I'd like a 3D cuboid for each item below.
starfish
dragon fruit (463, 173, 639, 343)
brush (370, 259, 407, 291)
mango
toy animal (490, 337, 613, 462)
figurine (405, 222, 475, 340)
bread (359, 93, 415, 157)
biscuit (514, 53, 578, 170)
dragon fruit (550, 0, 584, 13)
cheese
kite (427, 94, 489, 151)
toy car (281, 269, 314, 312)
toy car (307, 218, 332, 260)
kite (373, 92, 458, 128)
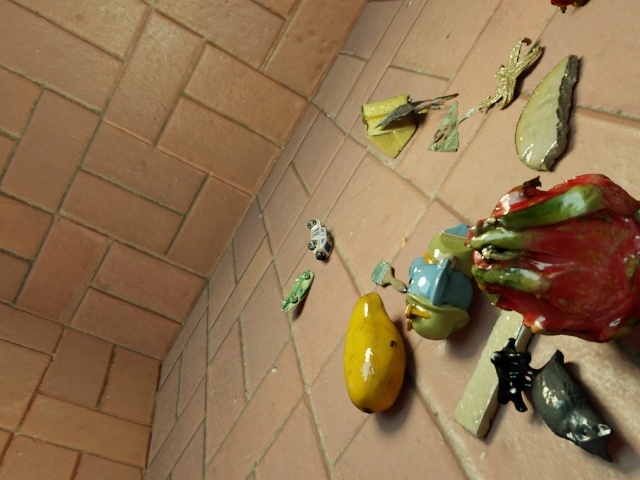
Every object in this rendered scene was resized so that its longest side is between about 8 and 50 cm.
[{"bbox_3d":[0.464,-0.409,1.367,0.209,0.053,0.150,-52,18,34],"label":"starfish"},{"bbox_3d":[0.347,0.021,0.767,0.237,0.303,0.230,-134,45,-64],"label":"dragon fruit"},{"bbox_3d":[0.187,0.105,1.459,0.070,0.021,0.196,-64,20,4],"label":"brush"},{"bbox_3d":[0.126,0.264,1.275,0.294,0.120,0.177,-83,20,-47],"label":"mango"},{"bbox_3d":[0.363,0.236,0.811,0.117,0.121,0.210,-24,31,-20],"label":"toy animal"},{"bbox_3d":[0.261,0.092,1.152,0.262,0.154,0.180,-58,3,-40],"label":"figurine"},{"bbox_3d":[0.228,-0.397,1.873,0.266,0.178,0.141,-89,0,-55],"label":"bread"},{"bbox_3d":[0.476,-0.263,1.172,0.141,0.038,0.289,-26,41,60],"label":"biscuit"},{"bbox_3d":[0.561,-0.594,1.236,0.175,0.139,0.142,-74,-4,-58],"label":"dragon fruit"},{"bbox_3d":[0.346,0.159,0.977,0.399,0.034,0.085,-63,20,0],"label":"cheese"},{"bbox_3d":[0.383,-0.332,1.534,0.250,0.012,0.229,-39,32,47],"label":"kite"},{"bbox_3d":[-0.081,0.188,1.967,0.093,0.058,0.186,-31,25,57],"label":"toy car"},{"bbox_3d":[0.000,0.000,1.957,0.071,0.080,0.170,-20,45,18],"label":"toy car"},{"bbox_3d":[0.293,-0.412,1.699,0.152,0.015,0.286,-46,27,-27],"label":"kite"}]
